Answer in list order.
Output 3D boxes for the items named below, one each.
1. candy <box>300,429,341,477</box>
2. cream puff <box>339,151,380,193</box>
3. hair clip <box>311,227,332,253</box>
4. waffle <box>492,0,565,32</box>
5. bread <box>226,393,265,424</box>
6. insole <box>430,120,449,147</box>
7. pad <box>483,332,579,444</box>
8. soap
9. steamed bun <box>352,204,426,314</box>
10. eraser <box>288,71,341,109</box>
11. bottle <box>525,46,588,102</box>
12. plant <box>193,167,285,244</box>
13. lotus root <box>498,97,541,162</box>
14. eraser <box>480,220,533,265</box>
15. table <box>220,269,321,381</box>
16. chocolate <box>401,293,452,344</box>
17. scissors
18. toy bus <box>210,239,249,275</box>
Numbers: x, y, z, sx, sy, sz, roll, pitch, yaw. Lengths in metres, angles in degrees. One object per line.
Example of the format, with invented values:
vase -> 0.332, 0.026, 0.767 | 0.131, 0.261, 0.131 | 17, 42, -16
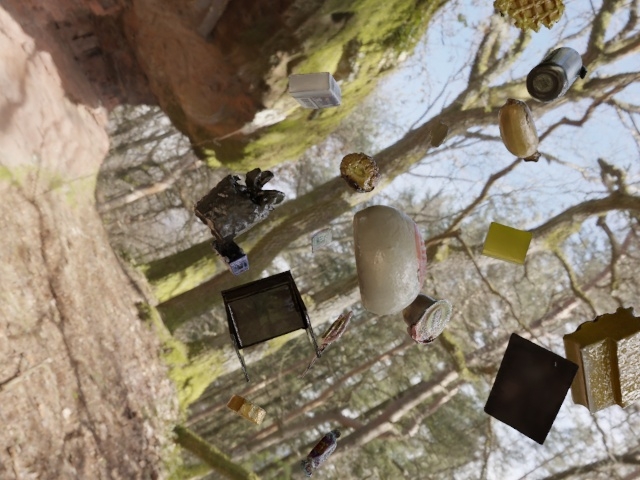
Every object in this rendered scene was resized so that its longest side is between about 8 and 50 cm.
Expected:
candy -> 0.002, 0.547, 1.475 | 0.045, 0.175, 0.043 | 27, -55, 24
cream puff -> 0.110, -0.197, 1.625 | 0.133, 0.104, 0.119 | 39, 22, -35
hair clip -> -0.002, 0.000, 1.802 | 0.022, 0.137, 0.054 | 4, -71, 27
waffle -> 0.667, -0.802, 1.806 | 0.262, 0.281, 0.060 | 26, -1, -11
bread -> -0.285, 0.655, 2.226 | 0.149, 0.073, 0.122 | 32, -21, -5
insole -> 0.313, -0.284, 1.514 | 0.010, 0.063, 0.192 | 39, 20, -11
pad -> 0.491, 0.353, 1.351 | 0.159, 0.009, 0.265 | 28, -53, 30
soap -> 0.908, 0.380, 1.796 | 0.143, 0.259, 0.281 | -119, -172, -64
steamed bun -> 0.183, 0.047, 1.466 | 0.283, 0.177, 0.283 | -5, 90, -82
eraser -> -0.013, -0.440, 1.678 | 0.210, 0.124, 0.068 | -10, 100, -80
bottle -> 0.491, -0.343, 1.174 | 0.096, 0.253, 0.080 | 28, -55, 16
plant -> -0.269, -0.127, 1.885 | 0.189, 0.276, 0.199 | 55, -15, -4
lotus root -> 0.757, -0.417, 2.194 | 0.303, 0.130, 0.146 | 53, 37, -37
eraser -> 0.530, 0.010, 1.627 | 0.122, 0.097, 0.045 | 17, -8, 14
table -> -0.165, 0.266, 1.834 | 0.282, 0.250, 0.196 | -124, -161, -65
chocolate -> 0.378, 0.282, 2.168 | 0.147, 0.221, 0.221 | 30, -32, 40
scissors -> 0.017, 0.390, 2.145 | 0.024, 0.318, 0.160 | 44, -29, -9
toy bus -> -0.305, 0.047, 1.917 | 0.167, 0.073, 0.076 | 40, -28, 49
